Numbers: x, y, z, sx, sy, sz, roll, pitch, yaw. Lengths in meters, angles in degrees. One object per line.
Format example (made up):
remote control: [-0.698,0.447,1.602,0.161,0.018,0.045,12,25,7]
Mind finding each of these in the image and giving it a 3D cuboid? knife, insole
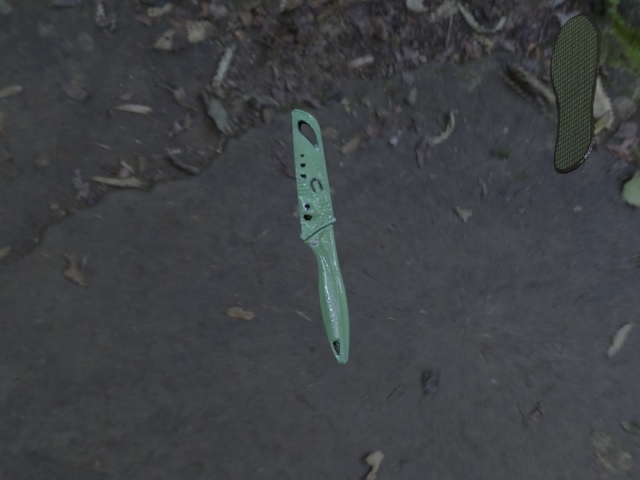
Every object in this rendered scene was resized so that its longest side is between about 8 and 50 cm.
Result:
knife: [0.000,0.000,1.063,0.043,0.020,0.293,-4,105,14]
insole: [0.321,-0.193,1.225,0.005,0.086,0.253,25,55,-26]
